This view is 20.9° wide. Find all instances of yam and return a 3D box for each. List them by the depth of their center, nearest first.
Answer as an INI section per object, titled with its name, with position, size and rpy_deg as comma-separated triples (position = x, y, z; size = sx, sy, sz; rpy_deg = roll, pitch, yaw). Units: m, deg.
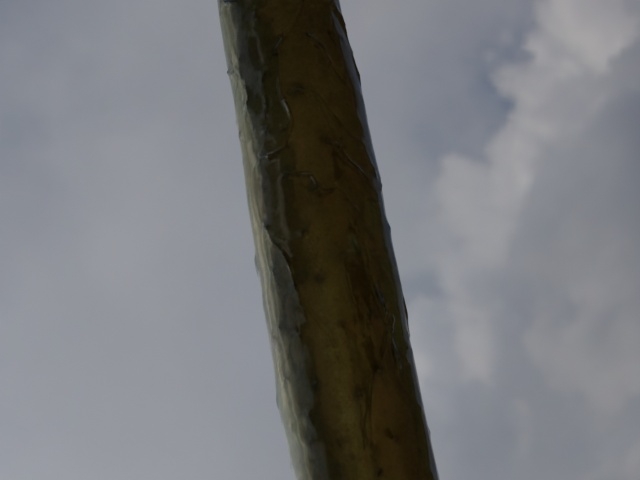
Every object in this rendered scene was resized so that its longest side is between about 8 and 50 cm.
[yam]
position = 0.000, 0.000, 0.923
size = 0.083, 0.083, 0.371
rpy_deg = 5, -113, -45
